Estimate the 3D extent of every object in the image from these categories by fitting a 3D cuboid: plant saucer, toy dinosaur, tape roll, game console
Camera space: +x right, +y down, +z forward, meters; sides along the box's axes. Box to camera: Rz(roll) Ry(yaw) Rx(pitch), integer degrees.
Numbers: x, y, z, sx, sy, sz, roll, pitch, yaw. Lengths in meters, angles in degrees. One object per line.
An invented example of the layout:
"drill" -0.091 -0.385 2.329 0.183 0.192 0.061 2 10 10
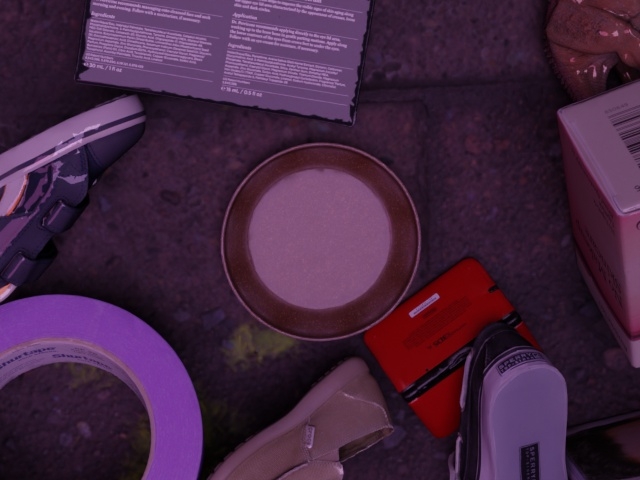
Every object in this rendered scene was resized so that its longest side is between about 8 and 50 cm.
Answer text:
"plant saucer" 0.000 0.000 1.287 0.198 0.036 0.199 -1 100 -4
"toy dinosaur" 0.270 -0.240 1.231 0.200 0.127 0.296 22 109 0
"tape roll" -0.247 0.193 1.215 0.274 0.090 0.275 1 72 -4
"game console" 0.138 0.111 1.328 0.144 0.085 0.124 -36 69 1

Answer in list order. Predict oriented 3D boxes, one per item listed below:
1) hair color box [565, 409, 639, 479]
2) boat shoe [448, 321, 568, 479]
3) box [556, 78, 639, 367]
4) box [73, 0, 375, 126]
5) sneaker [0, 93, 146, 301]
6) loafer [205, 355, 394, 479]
"hair color box" 0.437 0.225 1.283 0.374 0.185 0.114 -14 101 -2
"boat shoe" 0.180 0.225 1.304 0.113 0.105 0.306 -15 121 -12
"box" 0.312 -0.018 1.199 0.126 0.149 0.232 -20 137 0
"box" -0.084 -0.221 1.211 0.261 0.103 0.184 9 102 -6
"sneaker" -0.286 -0.021 1.219 0.321 0.126 0.127 -27 96 11
"loafer" -0.026 0.219 1.236 0.092 0.102 0.268 42 63 13
